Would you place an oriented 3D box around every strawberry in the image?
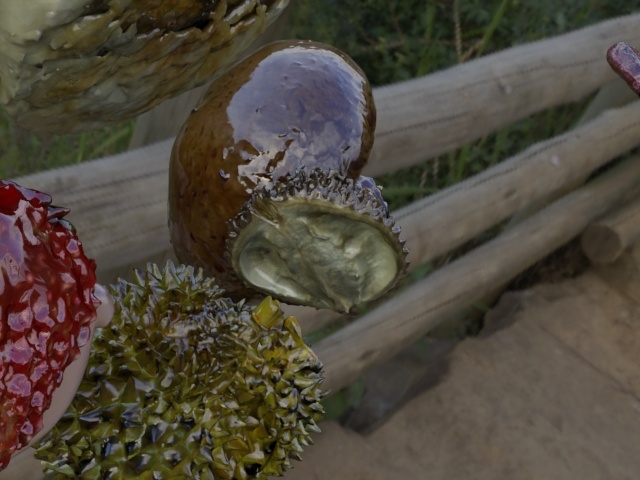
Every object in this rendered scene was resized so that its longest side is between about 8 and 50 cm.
[{"bbox_3d":[-0.179,0.045,0.513,0.167,0.087,0.208,16,51,-33],"label":"strawberry"}]

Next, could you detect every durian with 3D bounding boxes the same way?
[{"bbox_3d":[-0.137,0.155,0.991,0.293,0.258,0.258,-13,46,-3],"label":"durian"},{"bbox_3d":[0.000,0.000,0.884,0.148,0.188,0.091,-18,41,12],"label":"durian"}]

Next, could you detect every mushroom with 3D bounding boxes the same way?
[{"bbox_3d":[-0.035,-0.049,1.291,0.331,0.334,0.356,-47,112,-17],"label":"mushroom"}]

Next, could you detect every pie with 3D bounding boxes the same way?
[{"bbox_3d":[0.416,-0.195,1.303,0.154,0.036,0.154,36,25,-20],"label":"pie"},{"bbox_3d":[-0.097,-0.203,0.726,0.077,0.339,0.339,41,40,11],"label":"pie"}]

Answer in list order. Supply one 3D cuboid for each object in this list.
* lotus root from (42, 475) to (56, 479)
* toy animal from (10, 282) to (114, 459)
[{"bbox_3d":[-0.285,0.403,1.533,0.250,0.346,0.250,37,42,-42],"label":"lotus root"},{"bbox_3d":[-0.268,0.068,0.778,0.197,0.171,0.171,20,31,32],"label":"toy animal"}]
